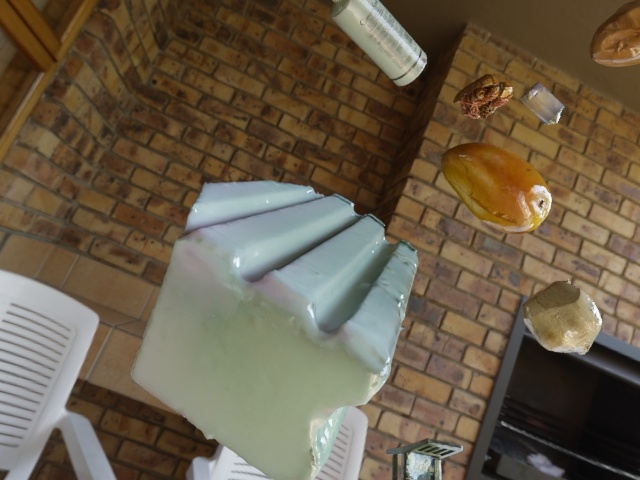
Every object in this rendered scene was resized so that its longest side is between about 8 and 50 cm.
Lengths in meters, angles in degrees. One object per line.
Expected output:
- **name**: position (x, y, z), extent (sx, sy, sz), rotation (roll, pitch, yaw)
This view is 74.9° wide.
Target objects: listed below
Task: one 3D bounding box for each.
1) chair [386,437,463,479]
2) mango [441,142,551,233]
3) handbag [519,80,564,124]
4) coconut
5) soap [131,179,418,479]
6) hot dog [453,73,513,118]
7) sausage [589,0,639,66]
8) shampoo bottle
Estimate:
- **chair**: position (0.329, 0.742, 1.344), extent (0.136, 0.147, 0.270), rotation (18, -36, -14)
- **mango**: position (0.125, -0.041, 0.310), extent (0.089, 0.046, 0.060), rotation (41, -21, 32)
- **handbag**: position (0.887, -0.537, 1.665), extent (0.173, 0.117, 0.095), rotation (46, -31, 5)
- **coconut**: position (0.657, 0.218, 1.133), extent (0.194, 0.194, 0.194), rotation (22, -11, 4)
- **soap**: position (-0.026, 0.043, 0.532), extent (0.261, 0.156, 0.446), rotation (30, 18, 9)
- **hot dog**: position (0.669, -0.586, 1.748), extent (0.158, 0.117, 0.349), rotation (26, 6, -5)
- **sausage**: position (0.674, -0.447, 0.898), extent (0.136, 0.241, 0.120), rotation (17, -48, 41)
- **shampoo bottle**: position (0.101, -0.423, 0.830), extent (0.262, 0.085, 0.085), rotation (32, -14, -31)
